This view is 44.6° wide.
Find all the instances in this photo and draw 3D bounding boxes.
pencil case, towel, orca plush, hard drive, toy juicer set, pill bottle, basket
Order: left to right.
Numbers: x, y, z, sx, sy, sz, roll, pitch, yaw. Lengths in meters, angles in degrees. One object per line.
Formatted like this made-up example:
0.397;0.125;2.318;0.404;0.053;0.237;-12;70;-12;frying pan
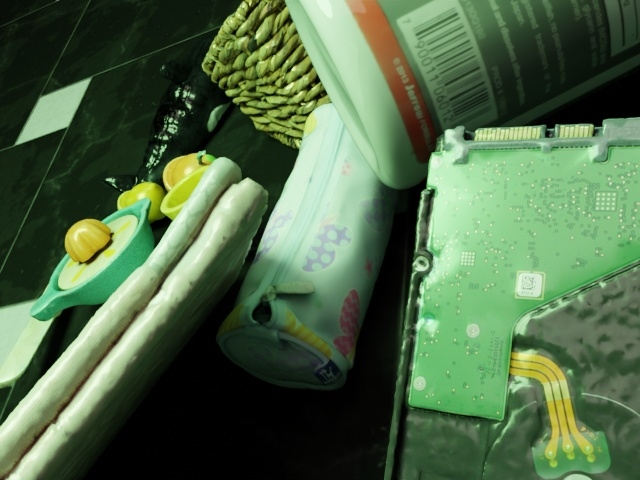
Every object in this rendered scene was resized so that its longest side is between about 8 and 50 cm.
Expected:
-0.243;-0.001;0.879;0.329;0.089;0.209;-35;28;9;toy juicer set
-0.166;0.107;0.630;0.317;0.053;0.332;-53;0;-18;towel
-0.198;-0.190;1.038;0.151;0.102;0.287;20;66;44;orca plush
0.000;0.000;0.713;0.114;0.124;0.273;-2;51;33;pencil case
0.036;-0.243;0.932;0.299;0.223;0.213;-52;10;-16;basket
0.169;-0.208;0.609;0.363;0.210;0.210;-27;42;1;pill bottle
0.162;0.096;0.459;0.237;0.064;0.338;1;77;29;hard drive
